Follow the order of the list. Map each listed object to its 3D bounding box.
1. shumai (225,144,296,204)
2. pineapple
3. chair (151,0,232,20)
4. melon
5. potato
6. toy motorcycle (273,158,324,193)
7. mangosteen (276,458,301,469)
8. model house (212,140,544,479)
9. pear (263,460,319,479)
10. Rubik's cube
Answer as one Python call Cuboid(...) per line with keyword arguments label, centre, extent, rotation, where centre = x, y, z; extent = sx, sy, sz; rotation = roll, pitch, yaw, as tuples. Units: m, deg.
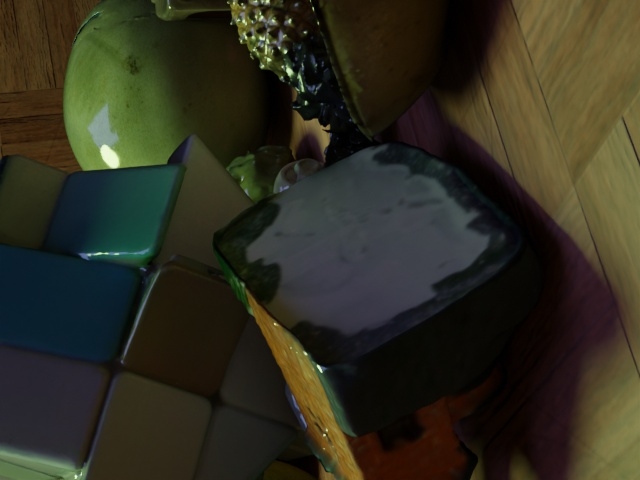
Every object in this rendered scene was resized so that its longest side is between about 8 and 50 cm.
Cuboid(label="shumai", centre=(-0.104, 0.021, 1.509), extent=(0.189, 0.218, 0.255), rotation=(-152, 53, -67))
Cuboid(label="pineapple", centre=(-0.007, -0.170, 1.241), extent=(0.125, 0.125, 0.251), rotation=(102, 150, -53))
Cuboid(label="chair", centre=(-0.199, -0.343, 1.463), extent=(0.175, 0.326, 0.183), rotation=(-160, 64, -76))
Cuboid(label="melon", centre=(-0.195, -0.187, 1.647), extent=(0.268, 0.269, 0.330), rotation=(105, 161, -56))
Cuboid(label="potato", centre=(0.045, -0.233, 0.976), extent=(0.239, 0.116, 0.299), rotation=(-95, -10, -57))
Cuboid(label="toy motorcycle", centre=(0.000, 0.000, 1.284), extent=(0.254, 0.112, 0.112), rotation=(-118, 25, -52))
Cuboid(label="mangosteen", centre=(-0.167, 0.278, 1.745), extent=(0.293, 0.297, 0.297), rotation=(-66, -17, -52))
Cuboid(label="model house", centre=(0.068, 0.110, 1.009), extent=(0.271, 0.190, 0.300), rotation=(41, 153, 58))
Cuboid(label="pear", centre=(-0.091, 0.411, 1.356), extent=(0.418, 0.362, 0.362), rotation=(4, 102, 50))
Cuboid(label="Rubik's cube", centre=(-0.173, 0.120, 1.197), extent=(0.358, 0.368, 0.387), rotation=(148, 139, -65))
